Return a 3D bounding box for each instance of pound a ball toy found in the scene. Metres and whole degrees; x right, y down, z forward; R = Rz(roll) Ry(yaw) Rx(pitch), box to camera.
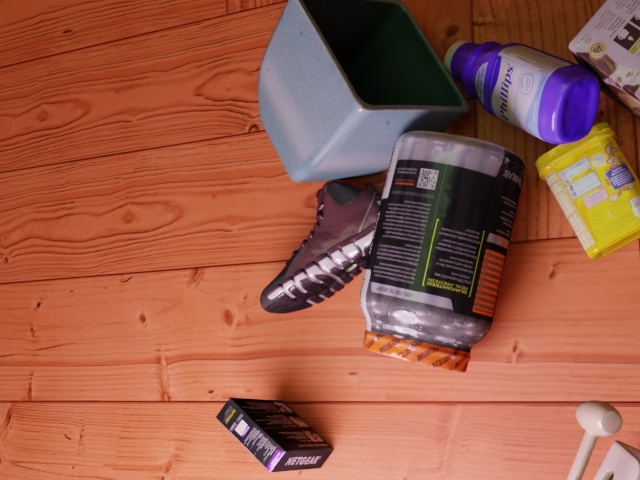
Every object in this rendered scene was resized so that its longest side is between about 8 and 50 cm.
[{"bbox_3d":[0.376,0.386,1.218,0.208,0.136,0.319,25,94,-7],"label":"pound a ball toy"}]

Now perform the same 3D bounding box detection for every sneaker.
[{"bbox_3d":[0.000,0.000,1.537,0.281,0.106,0.162,-31,62,9],"label":"sneaker"}]

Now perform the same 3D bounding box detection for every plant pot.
[{"bbox_3d":[0.038,-0.228,1.473,0.252,0.247,0.248,-48,60,42],"label":"plant pot"}]

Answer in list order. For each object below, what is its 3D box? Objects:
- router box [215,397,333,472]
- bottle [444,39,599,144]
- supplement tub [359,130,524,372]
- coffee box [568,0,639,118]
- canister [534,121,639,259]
[{"bbox_3d":[-0.072,0.316,1.461,0.133,0.179,0.046,39,97,28],"label":"router box"},{"bbox_3d":[0.298,-0.242,1.374,0.283,0.092,0.118,41,138,49],"label":"bottle"},{"bbox_3d":[0.179,0.018,1.367,0.207,0.207,0.338,12,86,29],"label":"supplement tub"},{"bbox_3d":[0.512,-0.209,1.255,0.297,0.168,0.119,45,102,27],"label":"coffee box"},{"bbox_3d":[0.415,-0.072,1.336,0.126,0.073,0.170,-31,69,19],"label":"canister"}]
